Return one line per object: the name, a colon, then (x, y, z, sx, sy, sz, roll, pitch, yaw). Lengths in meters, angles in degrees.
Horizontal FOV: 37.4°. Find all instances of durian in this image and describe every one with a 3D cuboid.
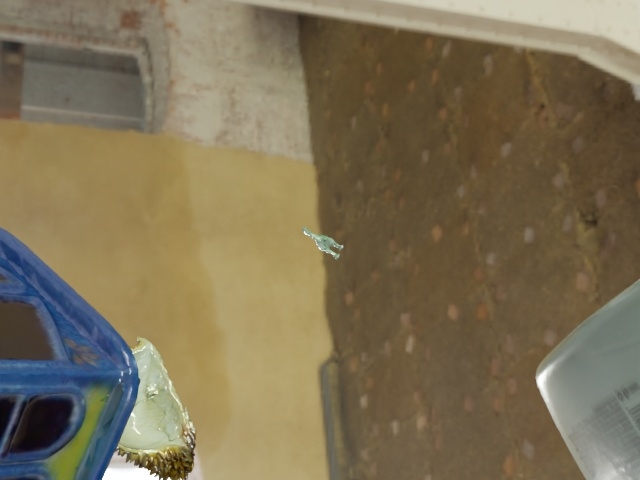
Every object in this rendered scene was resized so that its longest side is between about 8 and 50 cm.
durian: (-0.292, 0.289, 1.553, 0.139, 0.144, 0.252, -37, -120, 11)

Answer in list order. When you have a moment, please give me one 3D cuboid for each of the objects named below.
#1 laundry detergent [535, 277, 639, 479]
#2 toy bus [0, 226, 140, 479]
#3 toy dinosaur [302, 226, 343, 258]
laundry detergent: (0.298, 0.206, 0.570, 0.398, 0.124, 0.264, 64, -20, 20)
toy bus: (-0.209, 0.136, 0.363, 0.138, 0.175, 0.288, 33, -75, 37)
toy dinosaur: (0.000, 0.000, 1.262, 0.021, 0.062, 0.083, -58, -173, 1)
